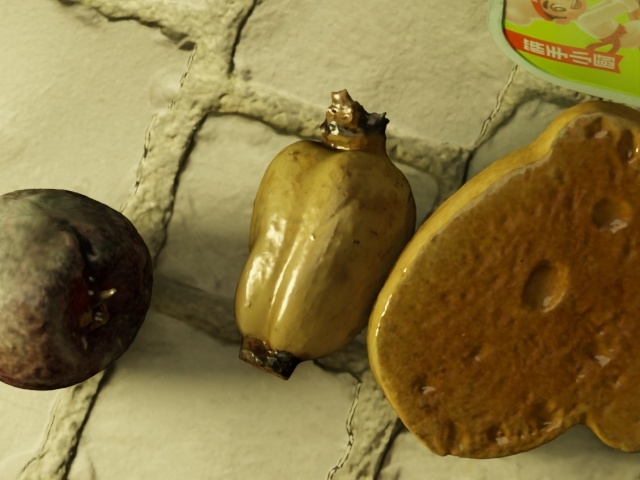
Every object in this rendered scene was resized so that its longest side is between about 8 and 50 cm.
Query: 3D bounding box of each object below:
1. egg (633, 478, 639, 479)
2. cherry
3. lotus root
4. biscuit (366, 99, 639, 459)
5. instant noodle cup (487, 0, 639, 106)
[{"bbox_3d":[0.279,0.308,1.443,0.169,0.169,0.231,1,64,5],"label":"egg"},{"bbox_3d":[-0.250,0.038,1.564,0.195,0.195,0.195,-1,73,4],"label":"cherry"},{"bbox_3d":[0.000,0.000,1.575,0.154,0.140,0.257,20,82,40],"label":"lotus root"},{"bbox_3d":[0.216,0.061,1.533,0.344,0.057,0.287,-44,99,4],"label":"biscuit"},{"bbox_3d":[0.319,-0.317,1.598,0.294,0.294,0.307,16,67,9],"label":"instant noodle cup"}]
